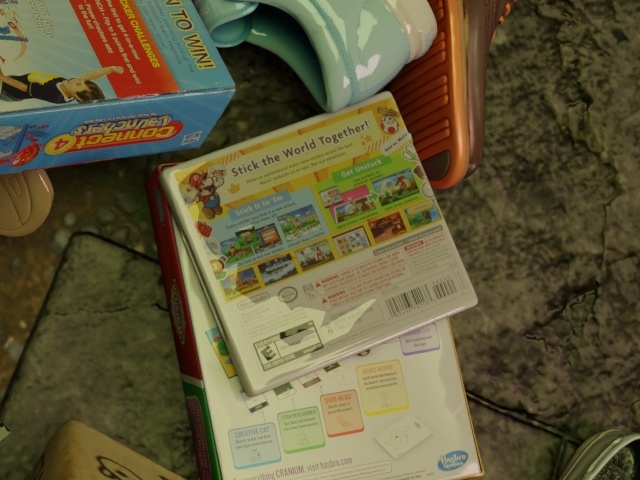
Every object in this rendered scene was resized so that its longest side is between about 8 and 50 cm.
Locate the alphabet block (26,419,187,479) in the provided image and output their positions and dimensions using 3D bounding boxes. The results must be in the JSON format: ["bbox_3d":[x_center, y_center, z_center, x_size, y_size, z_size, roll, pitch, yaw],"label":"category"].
[{"bbox_3d":[-0.165,0.280,1.395,0.192,0.197,0.193,32,93,-11],"label":"alphabet block"}]

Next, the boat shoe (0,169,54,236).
[{"bbox_3d":[-0.331,-0.119,1.508,0.285,0.092,0.103,38,114,-4],"label":"boat shoe"}]

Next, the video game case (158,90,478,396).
[{"bbox_3d":[0.000,0.000,1.561,0.227,0.026,0.206,-21,86,-21],"label":"video game case"}]

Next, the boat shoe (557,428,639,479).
[{"bbox_3d":[0.230,0.263,1.621,0.079,0.081,0.227,36,69,-8],"label":"boat shoe"}]

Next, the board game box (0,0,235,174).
[{"bbox_3d":[-0.268,-0.201,1.462,0.302,0.086,0.308,-9,61,-35],"label":"board game box"}]

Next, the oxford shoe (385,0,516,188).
[{"bbox_3d":[0.139,-0.225,1.675,0.133,0.130,0.363,5,79,-27],"label":"oxford shoe"}]

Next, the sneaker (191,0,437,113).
[{"bbox_3d":[-0.076,-0.256,1.577,0.366,0.135,0.150,40,66,10],"label":"sneaker"}]

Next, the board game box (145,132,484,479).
[{"bbox_3d":[-0.006,0.076,1.591,0.242,0.064,0.316,-8,81,-20],"label":"board game box"}]

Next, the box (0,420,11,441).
[{"bbox_3d":[-0.311,0.118,1.465,0.027,0.094,0.137,-43,94,-21],"label":"box"}]
